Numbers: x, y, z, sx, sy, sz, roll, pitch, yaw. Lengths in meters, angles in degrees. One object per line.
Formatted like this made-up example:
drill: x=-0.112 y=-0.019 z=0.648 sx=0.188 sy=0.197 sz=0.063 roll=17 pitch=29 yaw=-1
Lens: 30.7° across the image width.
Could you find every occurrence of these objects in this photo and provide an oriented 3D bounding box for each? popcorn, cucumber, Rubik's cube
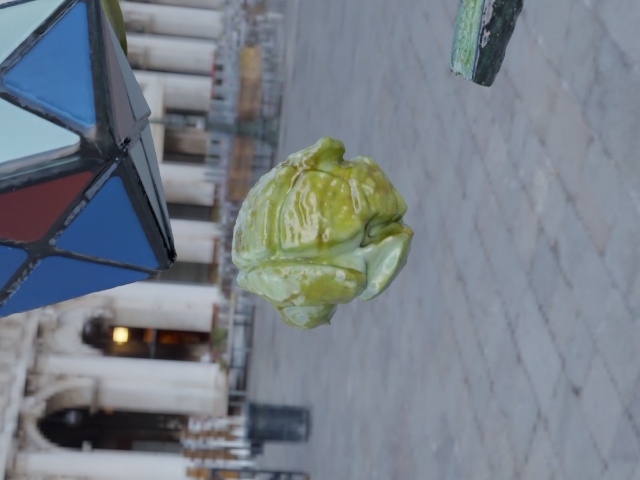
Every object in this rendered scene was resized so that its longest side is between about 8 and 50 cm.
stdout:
popcorn: x=-0.001 y=-0.003 z=1.642 sx=0.276 sy=0.276 sz=0.225 roll=113 pitch=150 yaw=-70
cucumber: x=0.173 y=-0.248 z=1.081 sx=0.078 sy=0.062 sz=0.211 roll=-139 pitch=57 yaw=-73
Rubik's cube: x=-0.312 y=-0.092 z=1.256 sx=0.248 sy=0.246 sz=0.250 roll=77 pitch=179 yaw=-55

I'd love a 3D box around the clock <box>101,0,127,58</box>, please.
clock: x=-0.320 y=-0.310 z=1.590 sx=0.237 sy=0.057 sz=0.237 roll=38 pitch=144 yaw=35
